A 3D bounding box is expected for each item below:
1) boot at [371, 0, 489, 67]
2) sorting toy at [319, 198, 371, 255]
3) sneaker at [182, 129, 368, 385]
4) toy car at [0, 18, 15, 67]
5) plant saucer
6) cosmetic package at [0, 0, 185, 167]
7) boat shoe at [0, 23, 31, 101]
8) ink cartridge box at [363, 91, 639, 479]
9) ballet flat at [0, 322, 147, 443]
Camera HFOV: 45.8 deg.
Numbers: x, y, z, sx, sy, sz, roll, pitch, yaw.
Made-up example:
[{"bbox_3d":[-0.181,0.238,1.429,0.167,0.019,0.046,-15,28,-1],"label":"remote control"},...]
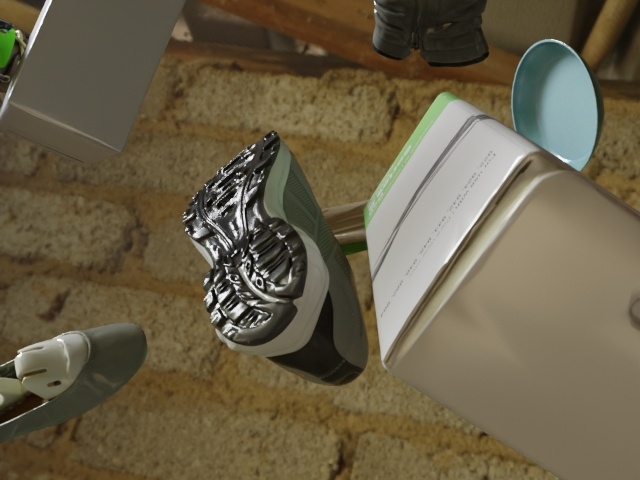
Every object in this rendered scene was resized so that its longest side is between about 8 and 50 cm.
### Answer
[{"bbox_3d":[0.150,-0.243,0.734,0.246,0.083,0.161,15,-36,32],"label":"boot"},{"bbox_3d":[0.000,0.000,0.809,0.229,0.041,0.307,-5,14,36],"label":"sorting toy"},{"bbox_3d":[-0.034,0.009,0.578,0.100,0.272,0.108,-38,-56,13],"label":"sneaker"},{"bbox_3d":[-0.392,-0.206,0.784,0.053,0.239,0.225,23,14,-1],"label":"toy car"},{"bbox_3d":[0.205,-0.111,0.646,0.021,0.119,0.119,-12,-19,-16],"label":"plant saucer"},{"bbox_3d":[-0.284,-0.223,0.925,0.138,0.224,0.224,24,-10,-26],"label":"cosmetic package"},{"bbox_3d":[-0.447,-0.257,1.073,0.096,0.117,0.324,-18,1,0],"label":"boat shoe"},{"bbox_3d":[0.136,0.023,0.435,0.198,0.115,0.273,32,15,-7],"label":"ink cartridge box"},{"bbox_3d":[-0.247,0.124,0.631,0.213,0.072,0.068,-27,-35,8],"label":"ballet flat"}]
